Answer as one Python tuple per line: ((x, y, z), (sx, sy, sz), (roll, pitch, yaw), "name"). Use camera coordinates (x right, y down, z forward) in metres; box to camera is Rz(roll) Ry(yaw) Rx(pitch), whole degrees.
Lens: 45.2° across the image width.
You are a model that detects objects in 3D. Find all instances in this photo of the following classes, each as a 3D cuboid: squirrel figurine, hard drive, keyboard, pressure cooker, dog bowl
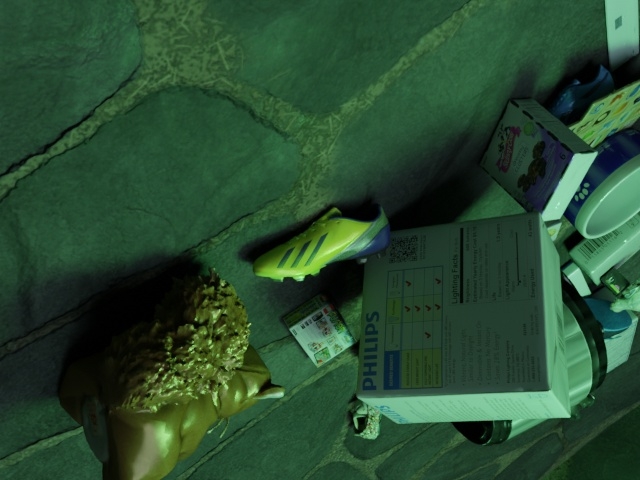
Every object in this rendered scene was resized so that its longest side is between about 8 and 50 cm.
((-0.233, 0.254, 1.406), (0.370, 0.281, 0.397), (-11, 139, -39), "squirrel figurine")
((0.626, 0.209, 2.217), (0.318, 0.040, 0.210), (-40, 143, 6), "hard drive")
((0.595, -0.437, 1.519), (0.072, 0.014, 0.256), (-32, 143, 3), "keyboard")
((0.497, 0.274, 1.908), (0.420, 0.375, 0.370), (-22, 138, -17), "pressure cooker")
((0.693, -0.131, 1.822), (0.264, 0.104, 0.265), (-26, 149, -17), "dog bowl")

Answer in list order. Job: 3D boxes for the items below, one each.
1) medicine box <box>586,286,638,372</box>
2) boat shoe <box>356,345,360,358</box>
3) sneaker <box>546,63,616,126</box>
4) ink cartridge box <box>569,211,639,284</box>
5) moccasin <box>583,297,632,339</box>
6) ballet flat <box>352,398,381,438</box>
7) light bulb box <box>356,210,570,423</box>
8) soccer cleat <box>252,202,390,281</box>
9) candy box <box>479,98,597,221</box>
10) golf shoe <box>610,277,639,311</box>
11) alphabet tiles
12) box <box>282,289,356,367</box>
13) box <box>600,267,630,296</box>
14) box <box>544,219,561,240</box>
((0.826, 0.328, 2.414), (0.263, 0.149, 0.289), (-29, 143, -9), "medicine box")
((0.163, 0.300, 1.938), (0.079, 0.084, 0.233), (-6, 160, 24), "boat shoe")
((0.501, -0.281, 1.579), (0.209, 0.069, 0.082), (-35, 116, 9), "sneaker")
((0.852, -0.017, 2.146), (0.308, 0.091, 0.385), (-44, 160, 10), "ink cartridge box")
((0.734, 0.246, 2.223), (0.341, 0.138, 0.117), (-1, 137, -19), "moccasin")
((0.127, 0.461, 2.066), (0.077, 0.091, 0.241), (-3, 133, -6), "ballet flat")
((0.284, 0.164, 1.527), (0.361, 0.358, 0.225), (-7, 152, 24), "light bulb box")
((0.000, 0.000, 1.479), (0.289, 0.093, 0.121), (-15, 108, -20), "soccer cleat")
((0.425, -0.161, 1.525), (0.070, 0.196, 0.165), (-9, 134, -31), "candy box")
((0.871, 0.177, 2.144), (0.069, 0.086, 0.176), (-38, 163, -15), "golf shoe")
((0.594, -0.239, 1.650), (0.342, 0.011, 0.285), (-26, 157, -24), "alphabet tiles")
((0.002, 0.201, 1.717), (0.114, 0.036, 0.207), (-33, 143, -4), "box")
((0.825, 0.118, 2.155), (0.052, 0.062, 0.083), (-43, 160, 8), "box")
((0.422, 0.011, 1.821), (0.324, 0.063, 0.067), (-20, 139, -20), "box")
